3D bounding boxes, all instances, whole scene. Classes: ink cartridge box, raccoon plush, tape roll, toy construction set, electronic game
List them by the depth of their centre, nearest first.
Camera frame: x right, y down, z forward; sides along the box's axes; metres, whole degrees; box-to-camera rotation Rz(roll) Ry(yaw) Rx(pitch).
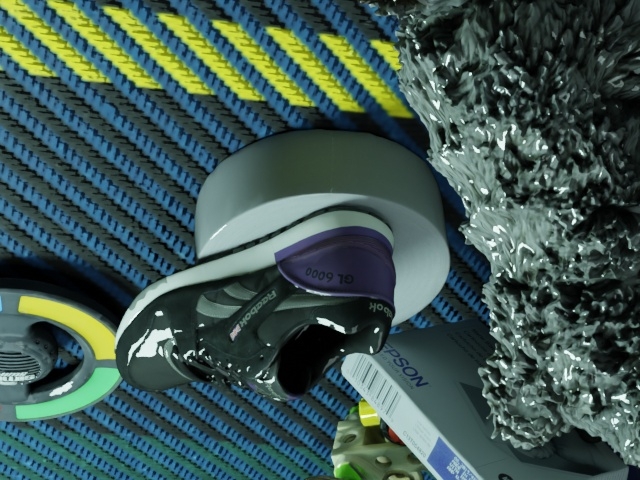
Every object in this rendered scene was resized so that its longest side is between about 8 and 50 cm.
[{"bbox_3d":[0.091,-0.034,1.053,0.446,0.299,0.216,18,174,-21],"label":"raccoon plush"},{"bbox_3d":[0.000,0.000,1.434,0.219,0.072,0.219,-3,143,-2],"label":"tape roll"},{"bbox_3d":[0.168,0.156,1.501,0.224,0.223,0.045,-7,131,-41],"label":"ink cartridge box"},{"bbox_3d":[-0.293,0.107,1.566,0.229,0.048,0.229,-3,144,-2],"label":"electronic game"},{"bbox_3d":[0.149,0.222,1.682,0.328,0.151,0.215,-16,118,3],"label":"toy construction set"}]

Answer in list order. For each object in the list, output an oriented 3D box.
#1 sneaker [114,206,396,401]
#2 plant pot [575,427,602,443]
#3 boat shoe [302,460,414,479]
[{"bbox_3d":[-0.063,0.082,1.372,0.283,0.124,0.107,-28,137,29],"label":"sneaker"},{"bbox_3d":[0.269,0.069,1.435,0.188,0.187,0.167,-20,151,-11],"label":"plant pot"},{"bbox_3d":[0.101,0.291,1.613,0.285,0.089,0.104,25,135,-5],"label":"boat shoe"}]
